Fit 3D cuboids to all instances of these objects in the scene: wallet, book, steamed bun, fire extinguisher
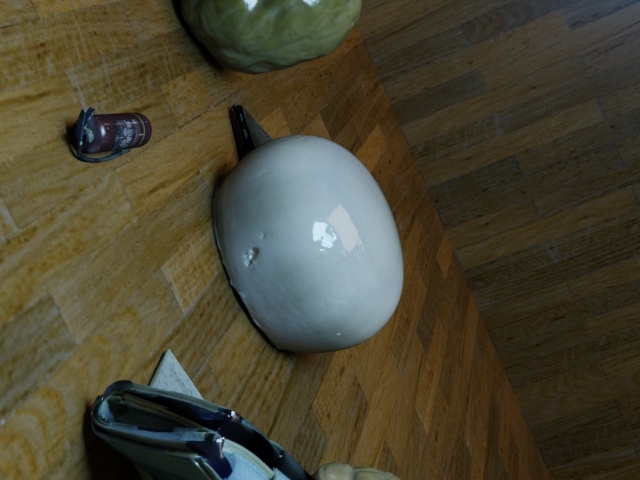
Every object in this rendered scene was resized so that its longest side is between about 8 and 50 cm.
[{"bbox_3d":[-0.086,0.228,1.056,0.250,0.176,0.075,50,59,-37],"label":"wallet"},{"bbox_3d":[-0.152,0.209,1.175,0.127,0.014,0.181,62,18,-19],"label":"book"},{"bbox_3d":[0.000,0.000,1.581,0.324,0.206,0.324,-20,90,-75],"label":"steamed bun"},{"bbox_3d":[-0.239,-0.120,1.252,0.158,0.043,0.064,-27,138,-73],"label":"fire extinguisher"},{"bbox_3d":[-0.077,-0.120,1.793,0.232,0.031,0.122,46,23,-57],"label":"wallet"}]

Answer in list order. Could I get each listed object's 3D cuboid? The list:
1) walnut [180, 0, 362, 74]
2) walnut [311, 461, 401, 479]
[{"bbox_3d":[-0.079,-0.398,1.712,0.282,0.277,0.253,-101,170,-65],"label":"walnut"},{"bbox_3d":[0.035,0.360,1.220,0.261,0.225,0.225,-76,142,-74],"label":"walnut"}]
